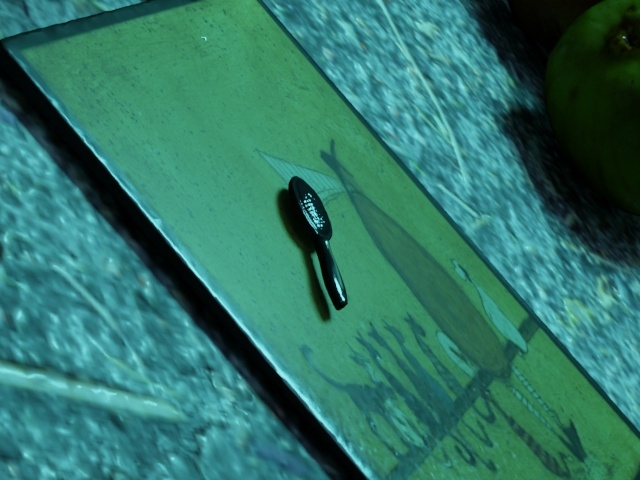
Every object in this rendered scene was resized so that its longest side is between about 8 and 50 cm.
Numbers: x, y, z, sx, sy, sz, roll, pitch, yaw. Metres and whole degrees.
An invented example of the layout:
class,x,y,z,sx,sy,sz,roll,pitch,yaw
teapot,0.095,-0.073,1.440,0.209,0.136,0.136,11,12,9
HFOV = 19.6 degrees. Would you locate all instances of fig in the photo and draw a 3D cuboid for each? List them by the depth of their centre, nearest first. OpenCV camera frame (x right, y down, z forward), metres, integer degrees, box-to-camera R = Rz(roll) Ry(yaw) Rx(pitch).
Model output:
class,x,y,z,sx,sy,sz,roll,pitch,yaw
fig,0.220,-0.081,1.208,0.142,0.148,0.186,54,-11,26

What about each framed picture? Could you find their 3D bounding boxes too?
class,x,y,z,sx,sy,sz,roll,pitch,yaw
framed picture,0.020,0.018,0.859,0.339,0.014,0.255,49,25,4

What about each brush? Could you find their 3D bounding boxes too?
class,x,y,z,sx,sy,sz,roll,pitch,yaw
brush,0.000,0.000,0.828,0.024,0.008,0.083,31,29,-38

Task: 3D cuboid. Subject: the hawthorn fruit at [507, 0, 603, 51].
class,x,y,z,sx,sy,sz,roll,pitch,yaw
hawthorn fruit,0.235,-0.205,1.316,0.179,0.200,0.179,39,-5,4
